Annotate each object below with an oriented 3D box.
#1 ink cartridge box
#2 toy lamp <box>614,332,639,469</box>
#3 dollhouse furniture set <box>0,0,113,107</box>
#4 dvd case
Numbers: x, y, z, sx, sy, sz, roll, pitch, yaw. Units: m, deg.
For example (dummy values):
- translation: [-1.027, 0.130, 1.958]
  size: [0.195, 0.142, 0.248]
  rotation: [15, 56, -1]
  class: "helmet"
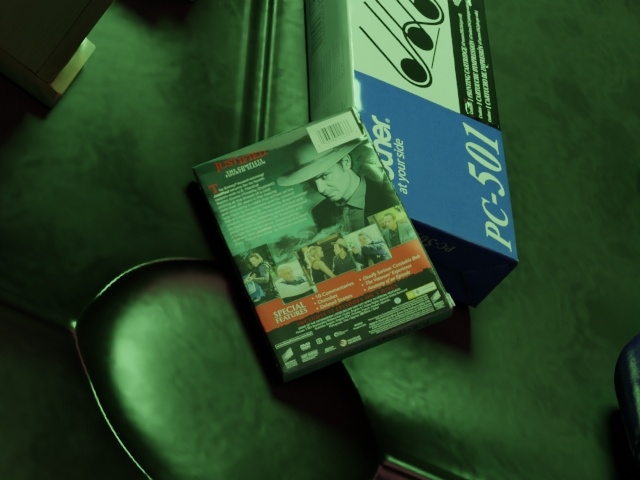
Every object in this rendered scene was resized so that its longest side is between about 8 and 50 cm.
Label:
- translation: [0.045, -0.069, 1.053]
  size: [0.097, 0.046, 0.207]
  rotation: [21, 44, -24]
  class: "ink cartridge box"
- translation: [0.206, 0.027, 1.083]
  size: [0.080, 0.080, 0.275]
  rotation: [34, 37, -11]
  class: "toy lamp"
- translation: [-0.126, -0.270, 0.969]
  size: [0.286, 0.198, 0.303]
  rotation: [36, 38, -9]
  class: "dollhouse furniture set"
- translation: [0.000, 0.000, 0.935]
  size: [0.087, 0.013, 0.119]
  rotation: [-22, 65, -8]
  class: "dvd case"
